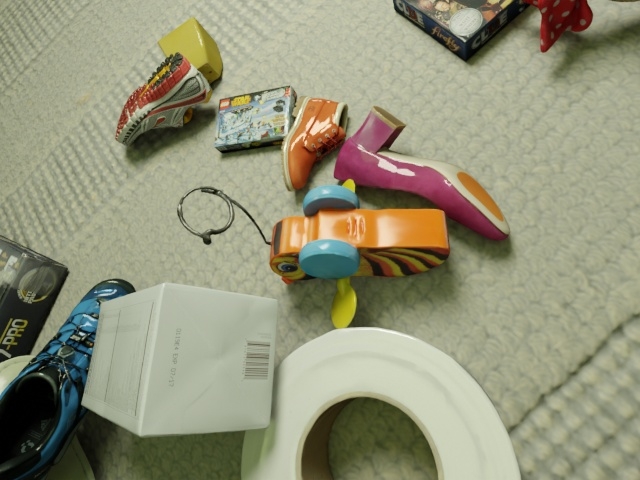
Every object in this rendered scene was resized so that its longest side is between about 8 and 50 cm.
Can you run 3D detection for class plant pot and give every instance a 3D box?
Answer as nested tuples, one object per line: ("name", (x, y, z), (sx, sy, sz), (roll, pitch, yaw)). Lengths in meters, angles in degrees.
("plant pot", (-0.226, -0.327, 0.742), (0.081, 0.081, 0.083), (-29, 74, 10))

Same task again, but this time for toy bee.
("toy bee", (0.000, 0.000, 0.532), (0.298, 0.162, 0.195), (24, 62, 6))

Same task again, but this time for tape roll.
("tape roll", (0.059, 0.241, 0.444), (0.286, 0.100, 0.286), (-6, 72, 18))

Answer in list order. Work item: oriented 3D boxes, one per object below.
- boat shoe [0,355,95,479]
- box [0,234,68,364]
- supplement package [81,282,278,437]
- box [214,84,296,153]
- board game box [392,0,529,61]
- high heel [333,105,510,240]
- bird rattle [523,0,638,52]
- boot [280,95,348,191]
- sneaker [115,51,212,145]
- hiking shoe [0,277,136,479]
("boat shoe", (-0.415, 0.345, 0.588), (0.113, 0.127, 0.340), (-44, 67, 37))
("box", (-0.692, 0.129, 0.765), (0.394, 0.097, 0.318), (18, 77, 25))
("supplement package", (-0.176, 0.138, 0.490), (0.244, 0.133, 0.139), (-16, 65, 49))
("box", (-0.109, -0.201, 0.685), (0.136, 0.027, 0.094), (-3, 74, 20))
("board game box", (0.250, -0.400, 0.604), (0.243, 0.042, 0.165), (-41, 64, 4))
("high heel", (0.122, -0.061, 0.543), (0.244, 0.082, 0.117), (42, 123, 13))
("bird rattle", (0.361, -0.333, 0.456), (0.253, 0.207, 0.143), (10, 60, 8))
("boot", (-0.007, -0.145, 0.615), (0.084, 0.059, 0.158), (10, 76, 18))
("sneaker", (-0.284, -0.225, 0.728), (0.225, 0.092, 0.088), (-23, 52, 32))
("hiking shoe", (-0.335, 0.179, 0.557), (0.113, 0.132, 0.304), (23, 57, -11))
